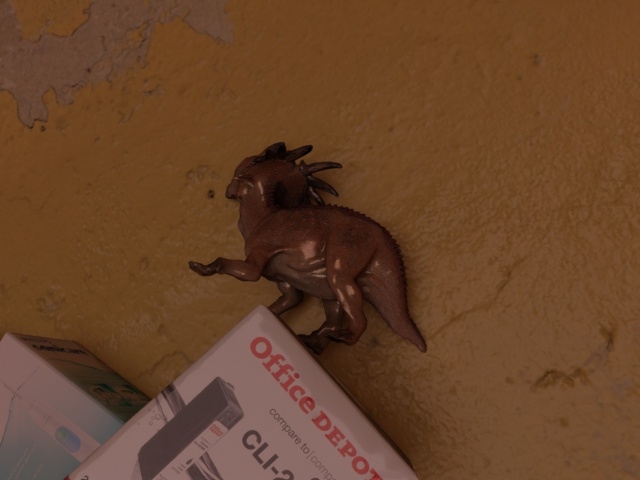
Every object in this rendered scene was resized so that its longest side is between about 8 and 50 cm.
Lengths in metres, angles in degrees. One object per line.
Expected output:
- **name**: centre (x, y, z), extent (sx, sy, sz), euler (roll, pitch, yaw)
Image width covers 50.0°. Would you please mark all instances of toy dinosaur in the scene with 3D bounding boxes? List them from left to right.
- **toy dinosaur**: centre (0.000, 0.000, 0.729), extent (0.295, 0.127, 0.200), euler (25, 70, 11)

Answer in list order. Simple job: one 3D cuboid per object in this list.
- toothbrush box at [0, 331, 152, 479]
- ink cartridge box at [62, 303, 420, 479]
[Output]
- **toothbrush box**: centre (-0.261, 0.267, 0.741), extent (0.295, 0.126, 0.216), euler (29, 87, 20)
- **ink cartridge box**: centre (-0.079, 0.217, 0.584), extent (0.273, 0.114, 0.197), euler (-42, 79, -8)
